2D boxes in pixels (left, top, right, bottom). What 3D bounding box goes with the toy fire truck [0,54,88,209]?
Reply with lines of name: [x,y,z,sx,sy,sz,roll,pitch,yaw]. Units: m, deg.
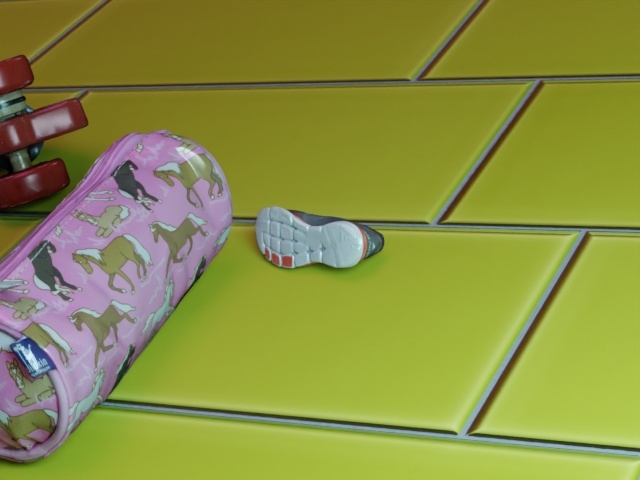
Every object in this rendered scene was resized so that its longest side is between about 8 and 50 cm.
toy fire truck: [-0.440,-0.114,2.035,0.302,0.169,0.254,-21,10,-12]

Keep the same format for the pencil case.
pencil case: [-0.224,0.040,1.604,0.160,0.167,0.386,27,38,8]

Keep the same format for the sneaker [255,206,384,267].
sneaker: [0.000,0.000,1.714,0.158,0.061,0.065,14,13,42]
